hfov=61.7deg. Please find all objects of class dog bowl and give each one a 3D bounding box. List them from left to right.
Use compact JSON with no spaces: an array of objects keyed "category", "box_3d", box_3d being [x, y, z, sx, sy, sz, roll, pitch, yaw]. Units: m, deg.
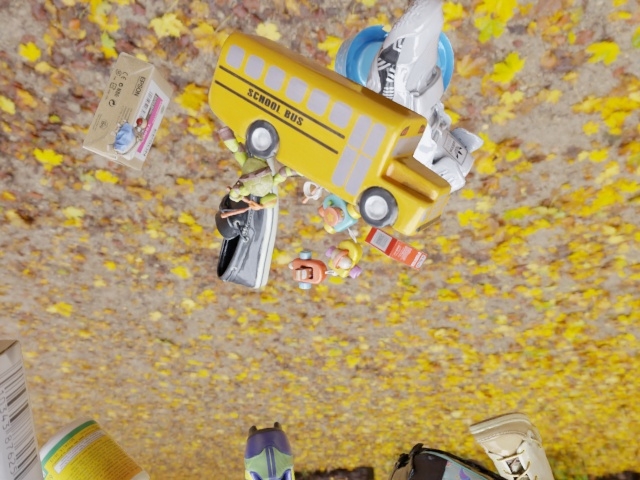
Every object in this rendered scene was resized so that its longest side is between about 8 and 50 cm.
[{"category":"dog bowl","box_3d":[0.162,-0.389,1.197,0.297,0.074,0.165,-10,112,-28]}]

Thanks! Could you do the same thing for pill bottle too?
[{"category":"pill bottle","box_3d":[-0.361,0.404,0.889,0.208,0.117,0.117,39,150,11]}]

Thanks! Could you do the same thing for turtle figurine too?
[{"category":"turtle figurine","box_3d":[-0.152,-0.153,1.183,0.270,0.087,0.217,-15,102,29]}]

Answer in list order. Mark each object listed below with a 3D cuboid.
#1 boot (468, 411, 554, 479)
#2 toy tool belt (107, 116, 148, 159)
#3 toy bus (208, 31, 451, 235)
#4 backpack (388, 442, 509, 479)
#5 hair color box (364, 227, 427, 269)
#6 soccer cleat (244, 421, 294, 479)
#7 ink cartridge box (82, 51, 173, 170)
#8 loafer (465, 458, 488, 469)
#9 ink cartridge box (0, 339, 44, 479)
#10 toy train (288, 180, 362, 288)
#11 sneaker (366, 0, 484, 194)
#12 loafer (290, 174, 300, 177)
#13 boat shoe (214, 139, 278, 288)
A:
[{"category":"boot","box_3d":[0.356,0.423,0.945,0.095,0.203,0.262,-23,143,23]},{"category":"toy tool belt","box_3d":[-0.351,-0.192,0.974,0.052,0.083,0.051,27,-179,31]},{"category":"toy bus","box_3d":[0.016,-0.139,0.688,0.333,0.108,0.130,32,115,19]},{"category":"backpack","box_3d":[0.173,0.336,0.615,0.189,0.144,0.165,17,148,3]},{"category":"hair color box","box_3d":[0.202,0.021,1.421,0.093,0.053,0.167,34,-172,40]},{"category":"soccer cleat","box_3d":[-0.091,0.443,0.977,0.094,0.121,0.289,-8,136,-8]},{"category":"ink cartridge box","box_3d":[-0.450,-0.297,1.275,0.088,0.234,0.193,22,180,-2]},{"category":"loafer","box_3d":[0.229,0.392,0.769,0.050,0.147,0.056,-6,168,-40]},{"category":"ink cartridge box","box_3d":[-0.378,0.231,0.433,0.308,0.303,0.072,0,-165,6]},{"category":"toy train","box_3d":[0.000,0.000,0.770,0.125,0.166,0.046,13,-163,30]},{"category":"sneaker","box_3d":[0.179,-0.210,0.879,0.210,0.137,0.365,28,147,7]},{"category":"loafer","box_3d":[-0.011,-0.186,1.331,0.170,0.061,0.062,-25,154,-33]},{"category":"boat shoe","box_3d":[-0.209,-0.066,1.478,0.156,0.186,0.499,0,129,-16]}]
